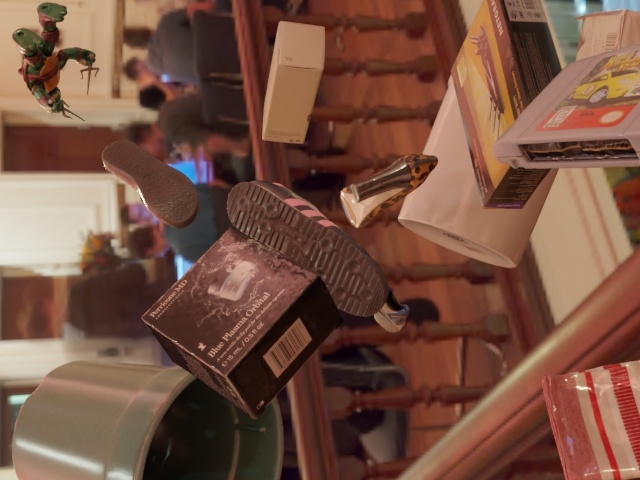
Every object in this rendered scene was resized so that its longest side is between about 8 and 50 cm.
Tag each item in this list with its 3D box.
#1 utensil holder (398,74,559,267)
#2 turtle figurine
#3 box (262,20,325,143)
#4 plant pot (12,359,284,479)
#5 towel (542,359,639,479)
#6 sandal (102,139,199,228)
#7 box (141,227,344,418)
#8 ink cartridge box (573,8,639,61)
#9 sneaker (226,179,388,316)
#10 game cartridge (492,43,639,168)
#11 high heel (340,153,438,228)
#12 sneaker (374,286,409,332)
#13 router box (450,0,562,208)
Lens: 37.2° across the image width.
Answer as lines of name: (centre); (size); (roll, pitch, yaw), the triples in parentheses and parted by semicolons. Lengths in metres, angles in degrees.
utensil holder: (0.390, -0.169, 2.238); (0.385, 0.327, 0.327); (-66, 14, -5)
turtle figurine: (-0.482, -0.303, 1.703); (0.234, 0.118, 0.175); (93, -175, -57)
box: (-0.058, -0.313, 1.926); (0.275, 0.094, 0.113); (112, 162, -64)
plant pot: (-0.290, 0.340, 1.531); (0.334, 0.341, 0.341); (4, 97, 35)
towel: (0.599, 0.327, 1.775); (0.037, 0.329, 0.237); (70, -169, -47)
sandal: (-0.311, -0.104, 1.784); (0.254, 0.097, 0.054); (42, 151, 31)
box: (-0.089, 0.090, 1.083); (0.158, 0.156, 0.093); (26, 154, 40)
ink cartridge box: (0.614, -0.314, 1.641); (0.272, 0.309, 0.130); (-104, 20, -78)
sneaker: (0.000, 0.000, 1.558); (0.319, 0.131, 0.112); (40, 113, 18)
game cartridge: (0.365, -0.167, 1.157); (0.060, 0.196, 0.294); (57, 157, -20)
high heel: (0.142, -0.103, 1.961); (0.261, 0.186, 0.093); (118, 129, -78)
sneaker: (0.093, 0.090, 1.580); (0.052, 0.135, 0.058); (-47, -9, -49)
router box: (0.317, -0.244, 1.603); (0.243, 0.081, 0.309); (110, 156, -58)
